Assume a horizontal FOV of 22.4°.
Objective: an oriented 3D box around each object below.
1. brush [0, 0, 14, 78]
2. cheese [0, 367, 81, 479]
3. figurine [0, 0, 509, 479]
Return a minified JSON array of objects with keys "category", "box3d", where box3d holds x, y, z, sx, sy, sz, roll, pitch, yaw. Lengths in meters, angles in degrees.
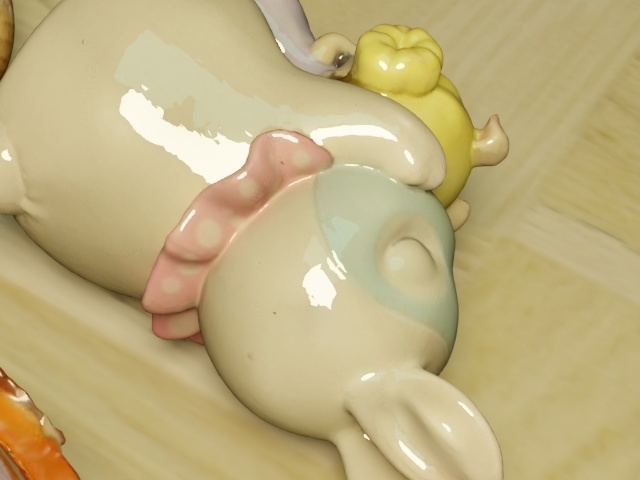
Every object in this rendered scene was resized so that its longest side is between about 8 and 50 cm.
[{"category":"brush","box3d":[-0.235,-0.170,0.661,0.267,0.166,0.174,28,50,10]},{"category":"cheese","box3d":[-0.127,0.137,0.436,0.329,0.129,0.217,41,55,22]},{"category":"figurine","box3d":[0.000,0.000,0.593,0.235,0.127,0.155,39,44,16]}]
